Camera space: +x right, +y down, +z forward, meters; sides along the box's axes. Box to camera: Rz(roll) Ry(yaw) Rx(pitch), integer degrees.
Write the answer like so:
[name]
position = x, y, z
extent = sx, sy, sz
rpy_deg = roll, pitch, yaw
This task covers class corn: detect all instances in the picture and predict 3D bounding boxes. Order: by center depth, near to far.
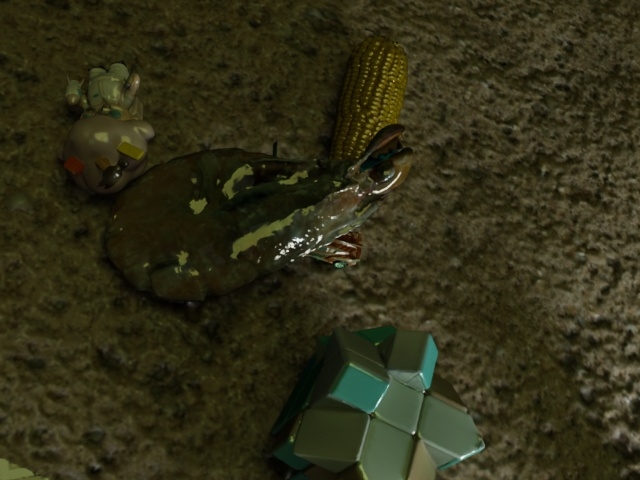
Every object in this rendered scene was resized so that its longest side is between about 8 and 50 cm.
[corn]
position = 0.073, -0.194, 1.338
extent = 0.106, 0.106, 0.305
rpy_deg = 22, 58, -14

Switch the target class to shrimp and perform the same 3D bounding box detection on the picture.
[shrimp]
position = -0.075, -0.055, 1.168
extent = 0.445, 0.110, 0.221
rpy_deg = -19, 61, -17

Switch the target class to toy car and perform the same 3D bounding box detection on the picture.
[toy car]
position = 0.000, 0.000, 1.243
extent = 0.122, 0.035, 0.059
rpy_deg = 16, 61, -18

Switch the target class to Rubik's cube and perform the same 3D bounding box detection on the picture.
[Rubik's cube]
position = 0.074, 0.217, 1.056
extent = 0.224, 0.213, 0.265
rpy_deg = 33, 53, -5

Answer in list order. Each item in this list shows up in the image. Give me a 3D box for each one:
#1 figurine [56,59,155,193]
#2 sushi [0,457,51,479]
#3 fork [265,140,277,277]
[figurine]
position = -0.285, -0.144, 1.142
extent = 0.137, 0.112, 0.229
rpy_deg = -10, 58, 3
[sushi]
position = -0.356, 0.338, 0.888
extent = 0.219, 0.047, 0.231
rpy_deg = 27, 56, -10
[fork]
position = -0.063, -0.047, 1.239
extent = 0.021, 0.039, 0.235
rpy_deg = 29, 49, -36
